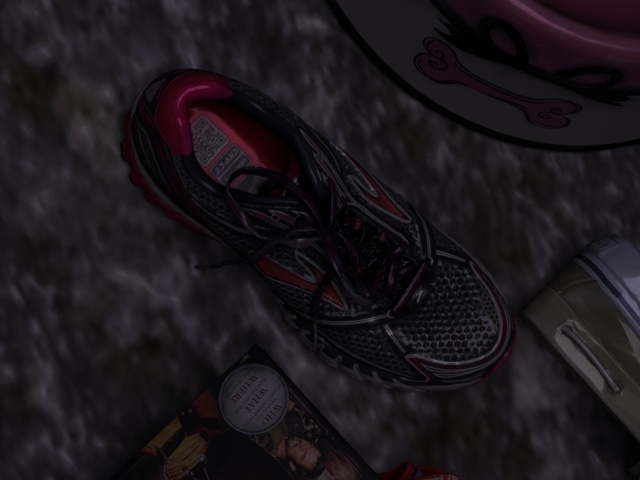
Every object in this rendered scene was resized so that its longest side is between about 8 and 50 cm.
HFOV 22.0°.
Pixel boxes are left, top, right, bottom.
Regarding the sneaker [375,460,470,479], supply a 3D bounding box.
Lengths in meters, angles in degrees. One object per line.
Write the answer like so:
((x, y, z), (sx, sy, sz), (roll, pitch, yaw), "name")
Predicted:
((0.102, 0.234, 1.085), (0.270, 0.090, 0.145), (19, 83, -9), "sneaker")

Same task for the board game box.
((-0.073, 0.207, 1.023), (0.243, 0.042, 0.165), (-43, 78, -2), "board game box")

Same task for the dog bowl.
((0.190, -0.273, 1.124), (0.408, 0.150, 0.408), (1, 85, -14), "dog bowl")

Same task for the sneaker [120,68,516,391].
((0.000, 0.000, 1.072), (0.299, 0.112, 0.121), (34, 78, -9), "sneaker")

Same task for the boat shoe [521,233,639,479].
((0.254, 0.138, 1.136), (0.094, 0.109, 0.302), (-36, 85, 1), "boat shoe")
